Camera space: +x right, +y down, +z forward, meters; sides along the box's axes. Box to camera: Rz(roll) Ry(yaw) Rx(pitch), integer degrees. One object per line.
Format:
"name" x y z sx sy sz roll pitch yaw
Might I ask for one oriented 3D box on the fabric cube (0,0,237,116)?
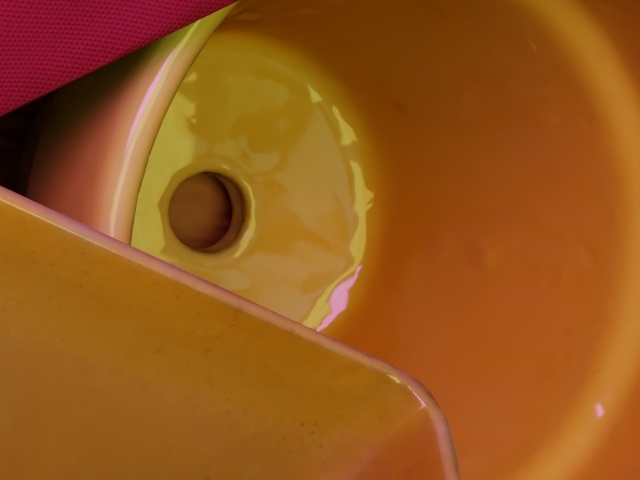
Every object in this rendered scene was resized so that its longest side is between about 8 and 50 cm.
"fabric cube" -0.145 -0.184 0.409 0.258 0.254 0.259 -27 150 -7

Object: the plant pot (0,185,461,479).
"plant pot" -0.096 0.125 0.380 0.212 0.212 0.187 26 120 -26

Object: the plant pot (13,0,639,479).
"plant pot" 0.000 0.000 0.624 0.254 0.239 0.254 -3 97 -27
